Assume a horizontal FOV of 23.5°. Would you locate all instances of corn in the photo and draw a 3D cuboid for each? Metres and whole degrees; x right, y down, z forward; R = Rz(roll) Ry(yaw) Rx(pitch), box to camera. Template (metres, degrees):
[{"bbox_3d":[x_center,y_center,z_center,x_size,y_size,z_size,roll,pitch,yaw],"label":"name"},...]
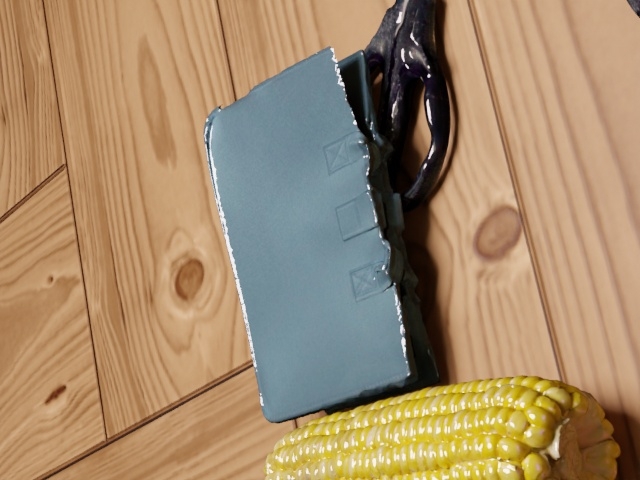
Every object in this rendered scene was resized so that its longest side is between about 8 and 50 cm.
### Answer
[{"bbox_3d":[0.065,0.131,0.889,0.244,0.093,0.093,-15,75,52],"label":"corn"}]

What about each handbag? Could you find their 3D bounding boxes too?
[{"bbox_3d":[0.000,0.000,0.998,0.144,0.057,0.221,-23,74,48],"label":"handbag"}]

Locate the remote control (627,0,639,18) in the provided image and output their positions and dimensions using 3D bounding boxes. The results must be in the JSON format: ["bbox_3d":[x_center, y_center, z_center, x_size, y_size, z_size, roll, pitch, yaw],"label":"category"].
[{"bbox_3d":[0.245,-0.086,0.716,0.266,0.066,0.090,50,138,36],"label":"remote control"}]

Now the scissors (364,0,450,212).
[{"bbox_3d":[0.061,-0.168,0.972,0.109,0.022,0.300,24,109,52],"label":"scissors"}]
